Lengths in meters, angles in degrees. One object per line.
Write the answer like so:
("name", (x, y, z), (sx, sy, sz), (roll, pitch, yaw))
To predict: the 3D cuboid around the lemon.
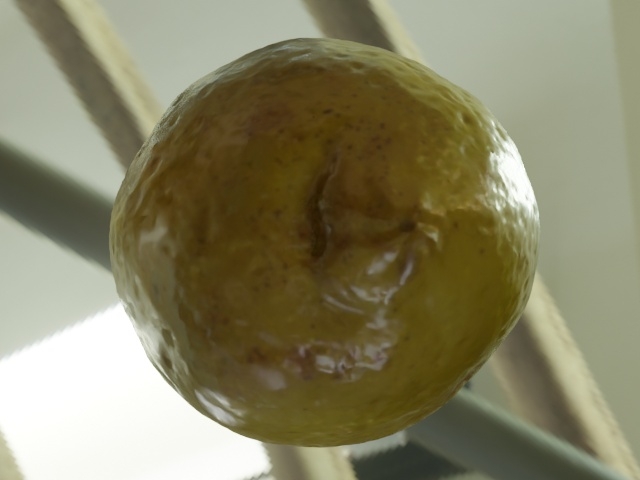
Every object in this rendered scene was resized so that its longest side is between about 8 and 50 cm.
("lemon", (0.000, 0.000, 0.715), (0.170, 0.170, 0.207), (-49, -175, 1))
